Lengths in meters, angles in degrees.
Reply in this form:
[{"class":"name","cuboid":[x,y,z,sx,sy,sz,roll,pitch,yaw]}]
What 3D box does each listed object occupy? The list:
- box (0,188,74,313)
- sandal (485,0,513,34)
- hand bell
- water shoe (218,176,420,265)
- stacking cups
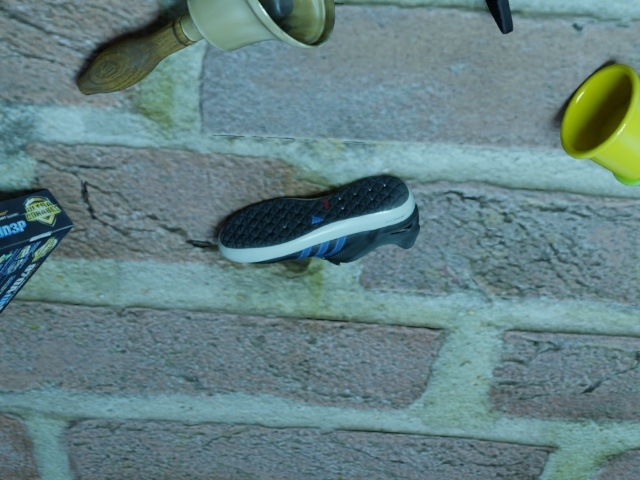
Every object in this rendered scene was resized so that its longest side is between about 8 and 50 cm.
[{"class":"box","cuboid":[-0.365,0.050,1.076,0.220,0.175,0.051,-44,80,32]},{"class":"sandal","cuboid":[0.146,-0.245,0.886,0.040,0.067,0.179,-17,129,-1]},{"class":"hand bell","cuboid":[-0.121,-0.176,0.934,0.242,0.126,0.126,-20,130,32]},{"class":"water shoe","cuboid":[0.000,0.000,1.099,0.203,0.073,0.080,-12,134,11]},{"class":"stacking cups","cuboid":[0.371,-0.050,1.047,0.316,0.096,0.096,28,126,-25]}]
